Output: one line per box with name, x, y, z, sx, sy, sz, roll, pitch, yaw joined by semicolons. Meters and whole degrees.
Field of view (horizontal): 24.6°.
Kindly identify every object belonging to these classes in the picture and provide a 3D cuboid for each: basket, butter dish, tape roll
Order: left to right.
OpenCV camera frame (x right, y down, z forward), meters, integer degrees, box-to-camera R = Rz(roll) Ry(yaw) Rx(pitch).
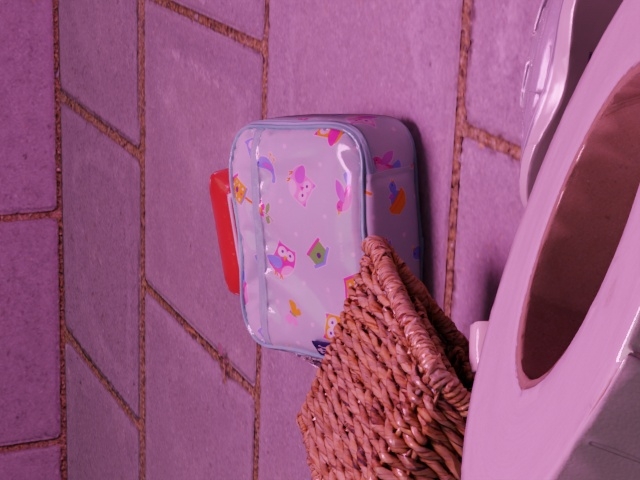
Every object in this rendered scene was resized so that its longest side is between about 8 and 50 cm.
butter dish;-0.037;-0.022;1.786;0.160;0.118;0.160;-5;100;24
basket;0.124;0.165;1.356;0.299;0.213;0.223;-112;41;-67
tape roll;0.184;0.002;0.869;0.392;0.072;0.392;-160;90;-86

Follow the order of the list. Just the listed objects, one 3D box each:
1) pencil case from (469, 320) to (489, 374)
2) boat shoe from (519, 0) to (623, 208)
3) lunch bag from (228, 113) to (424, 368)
pencil case;0.270;0.098;1.057;0.410;0.183;0.160;-2;69;66
boat shoe;0.213;-0.130;1.268;0.081;0.079;0.227;-125;41;-62
lunch bag;0.000;0.000;1.627;0.224;0.108;0.279;6;102;41
